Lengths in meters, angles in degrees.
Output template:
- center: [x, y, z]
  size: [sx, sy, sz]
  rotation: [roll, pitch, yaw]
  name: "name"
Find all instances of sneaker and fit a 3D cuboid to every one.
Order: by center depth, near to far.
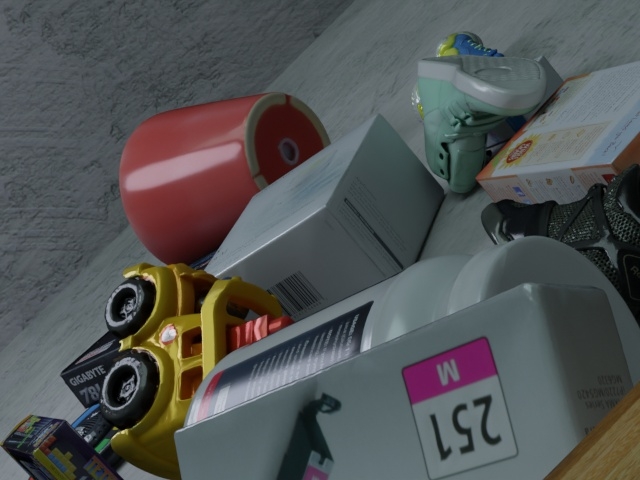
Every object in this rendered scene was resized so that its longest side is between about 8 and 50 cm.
- center: [0.213, -0.004, 0.914]
  size: [0.130, 0.087, 0.227]
  rotation: [-40, 18, 0]
  name: "sneaker"
- center: [0.183, -0.123, 1.265]
  size: [0.094, 0.151, 0.256]
  rotation: [-9, 14, -13]
  name: "sneaker"
- center: [0.218, -0.230, 1.587]
  size: [0.126, 0.091, 0.240]
  rotation: [-9, 30, 31]
  name: "sneaker"

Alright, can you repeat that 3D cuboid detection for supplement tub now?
- center: [0.057, 0.122, 0.732]
  size: [0.272, 0.191, 0.191]
  rotation: [-28, 20, 42]
  name: "supplement tub"

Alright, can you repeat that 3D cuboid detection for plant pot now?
- center: [-0.128, -0.103, 1.757]
  size: [0.243, 0.275, 0.275]
  rotation: [-16, 28, 41]
  name: "plant pot"

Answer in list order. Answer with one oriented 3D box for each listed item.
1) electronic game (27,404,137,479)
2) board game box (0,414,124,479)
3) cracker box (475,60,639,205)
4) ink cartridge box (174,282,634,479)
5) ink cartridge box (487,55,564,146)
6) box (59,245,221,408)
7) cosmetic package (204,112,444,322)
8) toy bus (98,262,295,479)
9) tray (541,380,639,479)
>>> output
- center: [-0.307, 0.266, 1.523]
  size: [0.229, 0.048, 0.229]
  rotation: [-38, 16, 13]
  name: "electronic game"
- center: [-0.232, 0.249, 1.141]
  size: [0.048, 0.170, 0.141]
  rotation: [-47, 16, -25]
  name: "board game box"
- center: [0.266, -0.094, 1.064]
  size: [0.156, 0.067, 0.232]
  rotation: [-46, 14, -15]
  name: "cracker box"
- center: [0.046, 0.176, 0.560]
  size: [0.060, 0.239, 0.275]
  rotation: [4, -24, -43]
  name: "ink cartridge box"
- center: [0.225, -0.164, 1.396]
  size: [0.088, 0.052, 0.122]
  rotation: [-51, 16, -31]
  name: "ink cartridge box"
- center: [-0.176, 0.091, 1.580]
  size: [0.295, 0.073, 0.293]
  rotation: [-26, 12, 43]
  name: "box"
- center: [0.000, 0.000, 1.335]
  size: [0.224, 0.138, 0.225]
  rotation: [-32, 16, 33]
  name: "cosmetic package"
- center: [-0.102, 0.108, 1.157]
  size: [0.211, 0.149, 0.220]
  rotation: [-27, 51, 31]
  name: "toy bus"
- center: [0.164, 0.140, 0.387]
  size: [0.411, 0.203, 0.076]
  rotation: [-44, 14, -8]
  name: "tray"
